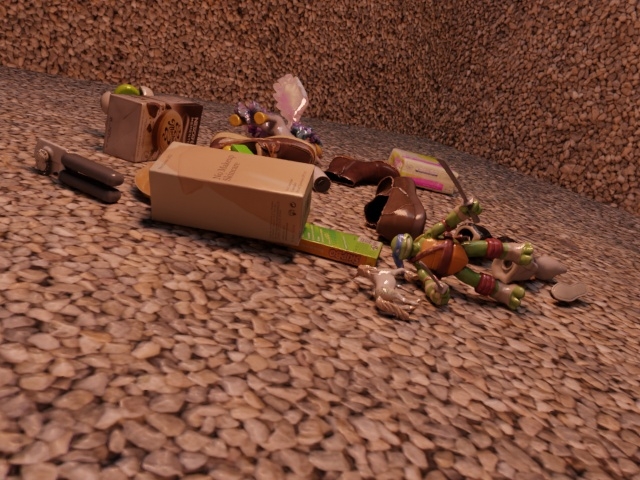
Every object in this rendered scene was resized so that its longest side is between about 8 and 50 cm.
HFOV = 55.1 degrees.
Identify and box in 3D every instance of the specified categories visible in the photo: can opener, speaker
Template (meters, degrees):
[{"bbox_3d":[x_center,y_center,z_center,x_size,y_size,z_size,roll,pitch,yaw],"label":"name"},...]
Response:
[{"bbox_3d":[-0.535,-0.159,1.358,0.280,0.074,0.093,23,18,29],"label":"can opener"},{"bbox_3d":[-0.007,-0.190,1.901,0.055,0.055,0.136,9,17,-15],"label":"speaker"}]

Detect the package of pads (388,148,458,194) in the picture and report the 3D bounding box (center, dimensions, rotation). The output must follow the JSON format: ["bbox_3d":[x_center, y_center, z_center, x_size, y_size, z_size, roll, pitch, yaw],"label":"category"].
[{"bbox_3d":[0.390,-0.274,2.406,0.229,0.101,0.296,13,16,-5],"label":"package of pads"}]

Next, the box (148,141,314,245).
[{"bbox_3d":[-0.178,-0.099,1.262,0.311,0.121,0.148,9,35,3],"label":"box"}]

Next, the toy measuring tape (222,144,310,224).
[{"bbox_3d":[-0.154,-0.115,1.524,0.121,0.121,0.330,-8,49,-51],"label":"toy measuring tape"}]

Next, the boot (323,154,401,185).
[{"bbox_3d":[0.142,-0.219,2.115,0.248,0.090,0.207,18,29,11],"label":"boot"}]

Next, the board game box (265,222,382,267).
[{"bbox_3d":[0.000,0.000,1.322,0.259,0.039,0.124,17,17,7],"label":"board game box"}]

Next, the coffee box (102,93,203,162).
[{"bbox_3d":[-0.485,-0.333,1.803,0.119,0.168,0.297,19,18,18],"label":"coffee box"}]

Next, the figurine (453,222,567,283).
[{"bbox_3d":[0.465,0.036,1.492,0.209,0.092,0.215,5,19,-38],"label":"figurine"}]

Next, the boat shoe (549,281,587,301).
[{"bbox_3d":[0.542,0.116,1.359,0.125,0.038,0.046,-8,68,-39],"label":"boat shoe"}]

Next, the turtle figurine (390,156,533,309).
[{"bbox_3d":[0.283,0.030,1.179,0.266,0.274,0.198,15,50,-8],"label":"turtle figurine"}]

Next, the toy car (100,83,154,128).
[{"bbox_3d":[-0.580,-0.383,1.883,0.159,0.182,0.136,-14,33,-21],"label":"toy car"}]

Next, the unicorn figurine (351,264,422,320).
[{"bbox_3d":[0.121,0.082,1.106,0.111,0.060,0.162,13,16,-5],"label":"unicorn figurine"}]

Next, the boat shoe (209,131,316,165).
[{"bbox_3d":[-0.183,-0.266,1.922,0.342,0.123,0.123,9,25,-3],"label":"boat shoe"}]

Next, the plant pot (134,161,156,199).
[{"bbox_3d":[-0.311,-0.132,1.434,0.236,0.032,0.236,5,30,-3],"label":"plant pot"}]

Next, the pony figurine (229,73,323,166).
[{"bbox_3d":[-0.157,-0.401,2.190,0.351,0.303,0.363,53,25,13],"label":"pony figurine"}]

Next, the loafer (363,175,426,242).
[{"bbox_3d":[0.180,-0.096,1.600,0.130,0.134,0.366,12,17,-7],"label":"loafer"}]
